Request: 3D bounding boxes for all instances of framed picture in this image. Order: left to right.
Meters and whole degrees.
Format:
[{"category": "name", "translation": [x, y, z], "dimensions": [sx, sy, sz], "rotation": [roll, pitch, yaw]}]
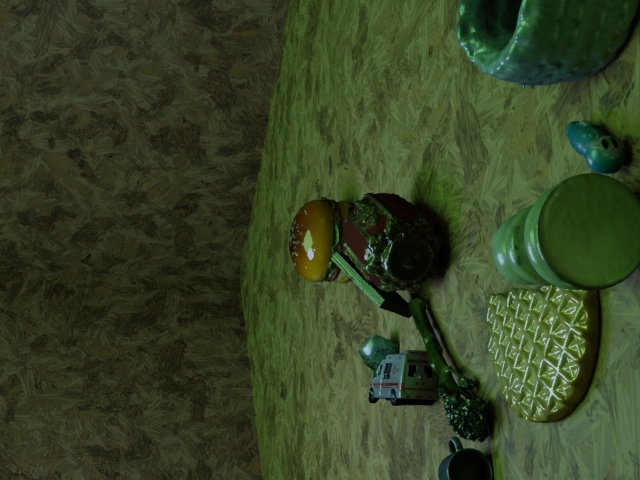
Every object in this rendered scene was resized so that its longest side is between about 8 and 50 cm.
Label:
[{"category": "framed picture", "translation": [0.111, 0.092, 1.848], "dimensions": [0.023, 0.128, 0.168], "rotation": [-53, 53, 11]}]

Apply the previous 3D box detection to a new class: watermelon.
[{"category": "watermelon", "translation": [0.138, 0.243, 1.971], "dimensions": [0.092, 0.084, 0.072], "rotation": [-31, 24, 30]}]

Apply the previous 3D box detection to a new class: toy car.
[{"category": "toy car", "translation": [0.164, 0.281, 1.793], "dimensions": [0.210, 0.089, 0.108], "rotation": [149, 122, -72]}]

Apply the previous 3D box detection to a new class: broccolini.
[{"category": "broccolini", "translation": [0.229, 0.213, 1.614], "dimensions": [0.079, 0.074, 0.392], "rotation": [51, -167, -33]}]

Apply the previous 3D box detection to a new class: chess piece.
[{"category": "chess piece", "translation": [0.305, 0.003, 1.171], "dimensions": [0.251, 0.144, 0.144], "rotation": [147, 124, -79]}]

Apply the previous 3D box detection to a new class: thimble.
[{"category": "thimble", "translation": [0.294, -0.316, 1.165], "dimensions": [0.250, 0.172, 0.205], "rotation": [109, 157, -45]}]

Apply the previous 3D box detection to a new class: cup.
[{"category": "cup", "translation": [0.238, 0.381, 1.489], "dimensions": [0.077, 0.078, 0.100], "rotation": [121, 134, -71]}]

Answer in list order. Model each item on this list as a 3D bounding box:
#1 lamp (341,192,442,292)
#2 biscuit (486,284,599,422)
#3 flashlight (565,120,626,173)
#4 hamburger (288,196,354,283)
[{"category": "lamp", "translation": [0.141, 0.002, 1.776], "dimensions": [0.274, 0.177, 0.177], "rotation": [-130, 44, -68]}, {"category": "biscuit", "translation": [0.313, 0.164, 1.296], "dimensions": [0.309, 0.040, 0.204], "rotation": [158, 113, -75]}, {"category": "flashlight", "translation": [0.355, -0.124, 1.153], "dimensions": [0.129, 0.051, 0.051], "rotation": [-111, 27, -66]}, {"category": "hamburger", "translation": [0.000, 0.001, 2.333], "dimensions": [0.246, 0.170, 0.246], "rotation": [-178, 90, -74]}]
